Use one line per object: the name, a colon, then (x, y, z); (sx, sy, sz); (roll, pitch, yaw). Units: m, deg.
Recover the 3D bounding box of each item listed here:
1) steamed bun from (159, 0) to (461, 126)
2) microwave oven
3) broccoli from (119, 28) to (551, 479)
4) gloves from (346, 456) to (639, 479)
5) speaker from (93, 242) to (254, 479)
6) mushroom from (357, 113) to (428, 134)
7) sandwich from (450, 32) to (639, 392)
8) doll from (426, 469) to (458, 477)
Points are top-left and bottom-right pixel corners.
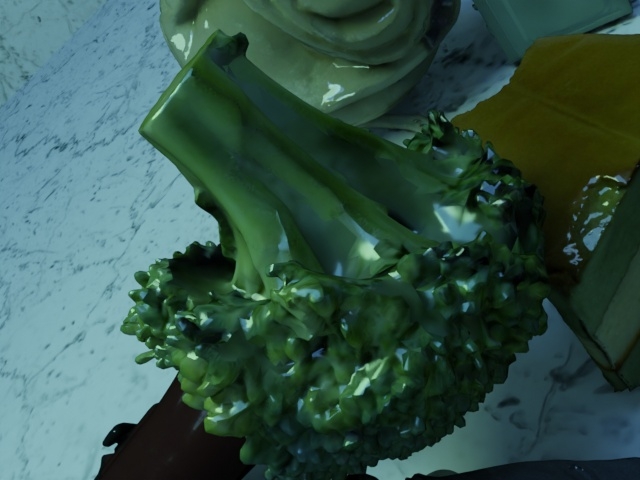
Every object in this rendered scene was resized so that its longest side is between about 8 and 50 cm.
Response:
steamed bun: (0.014, -0.286, 0.835); (0.255, 0.342, 0.368); (49, 133, 48)
microwave oven: (0.258, -0.327, 0.855); (0.162, 0.122, 0.208); (-18, 44, 32)
broccoli: (0.003, 0.020, 0.462); (0.288, 0.259, 0.236); (7, 83, 68)
gloves: (0.138, 0.174, 0.423); (0.285, 0.119, 0.142); (-1, 35, 9)
speaker: (-0.070, 0.205, 0.677); (0.259, 0.198, 0.330); (34, 97, 16)
mushroom: (0.084, -0.126, 0.904); (0.306, 0.043, 0.068); (12, 78, 49)
sandwich: (0.195, -0.030, 0.594); (0.227, 0.155, 0.198); (-54, 34, -12)
doll: (0.023, 0.269, 0.463); (0.242, 0.160, 0.311); (-26, 30, 28)
